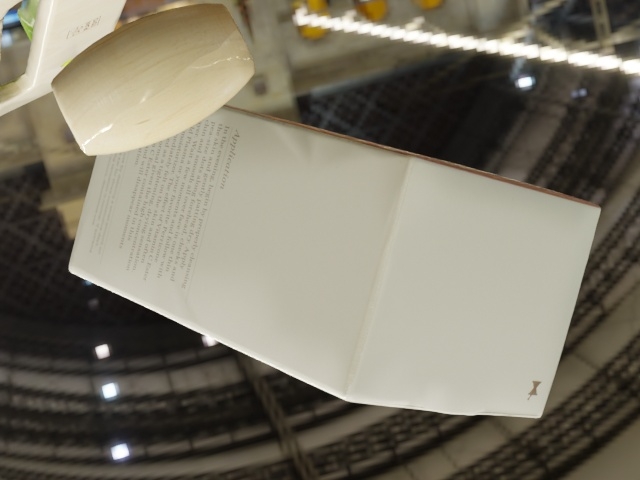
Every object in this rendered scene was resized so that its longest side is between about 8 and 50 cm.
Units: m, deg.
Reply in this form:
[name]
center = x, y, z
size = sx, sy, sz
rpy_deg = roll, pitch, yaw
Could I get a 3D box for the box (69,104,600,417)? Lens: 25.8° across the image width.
[box]
center = 0.000, 0.000, 1.074
size = 0.215, 0.168, 0.345
rpy_deg = 11, -174, -44

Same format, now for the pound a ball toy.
[pound a ball toy]
center = -0.158, -0.109, 0.657
size = 0.135, 0.208, 0.319
rpy_deg = -27, -179, -15
